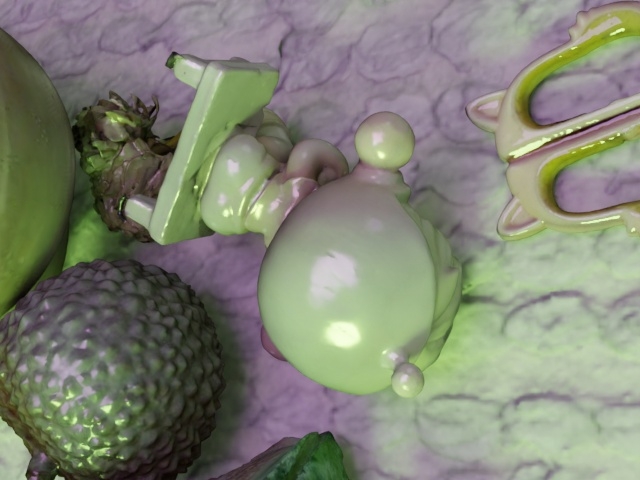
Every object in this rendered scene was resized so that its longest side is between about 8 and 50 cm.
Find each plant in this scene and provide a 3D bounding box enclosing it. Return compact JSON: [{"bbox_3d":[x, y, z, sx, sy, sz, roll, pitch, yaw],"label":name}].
[{"bbox_3d":[-0.126,-0.065,0.870,0.122,0.104,0.117,-29,101,-11],"label":"plant"}]

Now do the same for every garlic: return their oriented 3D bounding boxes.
[{"bbox_3d":[-0.298,-0.003,0.818,0.231,0.245,0.340,8,74,67],"label":"garlic"}]

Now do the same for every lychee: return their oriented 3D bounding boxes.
[{"bbox_3d":[-0.152,0.102,0.776,0.165,0.165,0.197,25,60,33],"label":"lychee"}]

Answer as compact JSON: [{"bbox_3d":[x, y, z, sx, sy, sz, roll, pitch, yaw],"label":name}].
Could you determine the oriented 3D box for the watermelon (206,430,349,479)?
[{"bbox_3d":[-0.088,0.266,0.699,0.231,0.193,0.310,14,97,9],"label":"watermelon"}]

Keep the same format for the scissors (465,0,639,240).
[{"bbox_3d":[0.237,-0.095,0.667,0.317,0.024,0.160,-21,68,26],"label":"scissors"}]

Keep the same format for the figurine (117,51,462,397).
[{"bbox_3d":[-0.003,-0.005,0.727,0.256,0.144,0.182,39,97,29],"label":"figurine"}]
